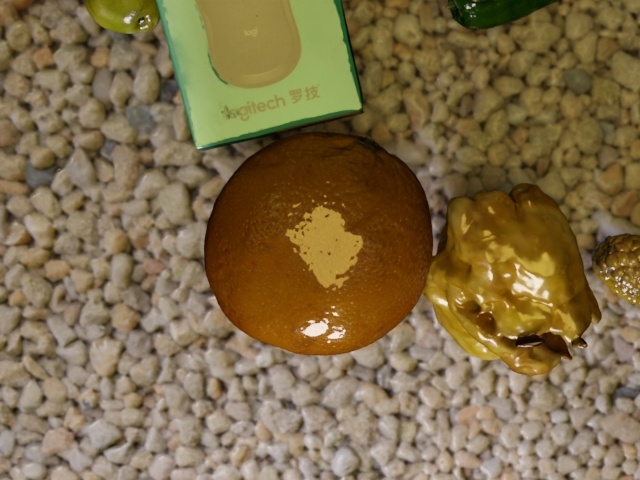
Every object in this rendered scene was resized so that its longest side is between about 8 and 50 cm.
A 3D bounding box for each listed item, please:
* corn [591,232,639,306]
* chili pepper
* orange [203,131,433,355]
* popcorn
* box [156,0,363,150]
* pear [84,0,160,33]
[{"bbox_3d":[0.461,0.073,1.186,0.292,0.101,0.101,23,100,-5],"label":"corn"},{"bbox_3d":[0.259,-0.324,1.126,0.253,0.083,0.099,-33,89,3],"label":"chili pepper"},{"bbox_3d":[0.000,0.000,1.102,0.264,0.264,0.264,0,101,1],"label":"orange"},{"bbox_3d":[0.211,0.045,1.142,0.190,0.191,0.253,-22,106,15],"label":"popcorn"},{"bbox_3d":[-0.079,-0.274,1.119,0.205,0.118,0.311,-13,100,2],"label":"box"},{"bbox_3d":[-0.224,-0.283,1.135,0.097,0.092,0.092,37,99,-2],"label":"pear"}]
